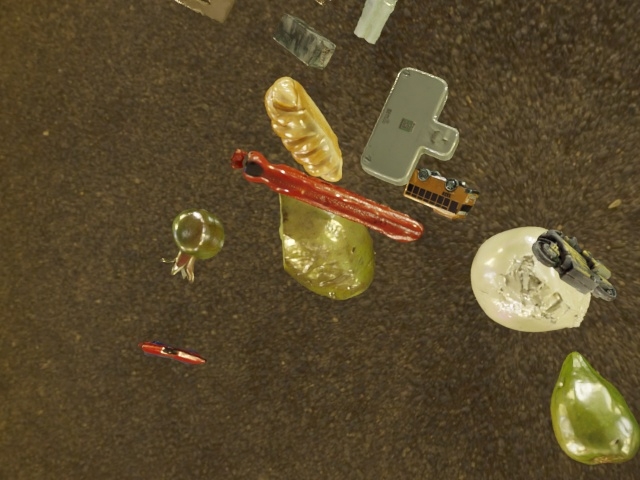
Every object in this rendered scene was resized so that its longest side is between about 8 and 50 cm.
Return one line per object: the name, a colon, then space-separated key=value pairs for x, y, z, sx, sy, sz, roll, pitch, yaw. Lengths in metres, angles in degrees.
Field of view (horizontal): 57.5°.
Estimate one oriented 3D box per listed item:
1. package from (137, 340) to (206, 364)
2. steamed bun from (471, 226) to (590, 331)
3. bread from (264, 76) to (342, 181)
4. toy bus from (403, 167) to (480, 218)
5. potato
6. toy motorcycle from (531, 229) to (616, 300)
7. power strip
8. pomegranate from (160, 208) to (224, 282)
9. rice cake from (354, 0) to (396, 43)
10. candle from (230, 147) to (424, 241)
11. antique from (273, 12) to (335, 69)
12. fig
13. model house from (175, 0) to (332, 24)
package: x=-0.213 y=0.157 z=0.821 sx=0.083 sy=0.200 sz=0.022 roll=16 pitch=75 yaw=-16
steamed bun: x=0.593 y=0.140 z=1.716 sx=0.334 sy=0.233 sz=0.311 roll=55 pitch=144 yaw=-8
bread: x=-0.048 y=-0.300 z=1.581 sx=0.121 sy=0.311 sz=0.173 roll=-24 pitch=43 yaw=18
toy bus: x=0.363 y=-0.141 z=1.756 sx=0.200 sy=0.098 sz=0.114 roll=27 pitch=104 yaw=30
potato: x=0.000 y=0.000 z=1.084 sx=0.176 sy=0.298 sz=0.141 roll=-25 pitch=40 yaw=9
toy motorcycle: x=0.455 y=0.035 z=1.060 sx=0.193 sy=0.124 sz=0.061 roll=27 pitch=128 yaw=-14
power strip: x=0.227 y=-0.254 z=1.366 sx=0.193 sy=0.059 sz=0.265 roll=25 pitch=89 yaw=13
pomegranate: x=-0.340 y=0.010 z=1.556 sx=0.131 sy=0.152 sz=0.191 roll=19 pitch=84 yaw=28
rice cake: x=0.163 y=-0.676 z=1.757 sx=0.084 sy=0.226 sz=0.040 roll=23 pitch=75 yaw=-5
candle: x=0.009 y=-0.068 z=0.924 sx=0.329 sy=0.051 sz=0.048 roll=22 pitch=138 yaw=0
antique: x=-0.045 y=-0.603 z=1.778 sx=0.183 sy=0.088 sz=0.086 roll=44 pitch=117 yaw=23
fig: x=0.581 y=0.373 z=1.264 sx=0.167 sy=0.167 sz=0.234 roll=-23 pitch=83 yaw=19
model house: x=-0.086 y=-0.343 z=0.658 sx=0.243 sy=0.211 sz=0.204 roll=39 pitch=128 yaw=-4
